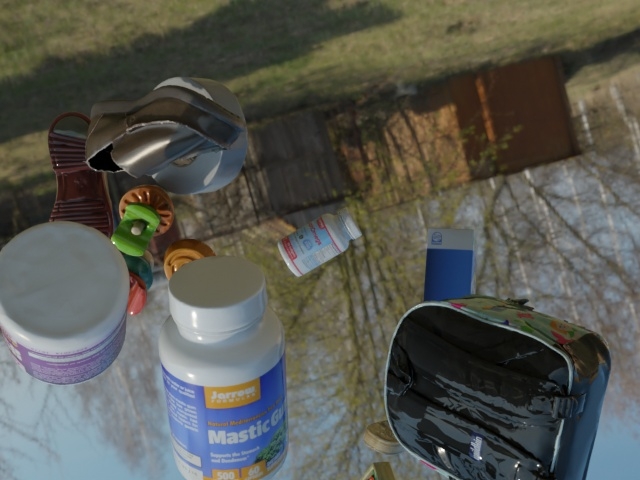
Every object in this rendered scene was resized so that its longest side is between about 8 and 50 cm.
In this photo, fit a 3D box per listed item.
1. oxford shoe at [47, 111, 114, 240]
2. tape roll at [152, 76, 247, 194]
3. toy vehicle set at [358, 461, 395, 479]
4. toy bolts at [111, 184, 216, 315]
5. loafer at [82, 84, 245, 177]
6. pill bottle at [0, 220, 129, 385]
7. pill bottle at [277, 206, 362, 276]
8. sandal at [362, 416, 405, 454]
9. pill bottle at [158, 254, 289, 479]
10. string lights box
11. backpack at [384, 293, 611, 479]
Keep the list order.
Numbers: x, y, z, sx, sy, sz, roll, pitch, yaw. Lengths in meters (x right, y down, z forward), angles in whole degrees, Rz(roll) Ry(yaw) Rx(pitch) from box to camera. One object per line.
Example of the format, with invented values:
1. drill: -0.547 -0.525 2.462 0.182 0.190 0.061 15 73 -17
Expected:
1. oxford shoe: -0.461 -0.075 1.564 0.123 0.348 0.130 2 -172 -8
2. tape roll: -0.243 -0.197 1.507 0.219 0.219 0.072 -15 179 35
3. toy vehicle set: 0.121 0.572 1.484 0.035 0.267 0.166 2 137 -24
4. toy bolts: -0.307 0.024 1.511 0.228 0.218 0.158 -54 -168 24
5. loafer: -0.258 -0.156 1.283 0.133 0.130 0.366 26 164 -40
6. pill bottle: -0.352 0.104 1.096 0.169 0.169 0.301 -17 162 -21
7. pill bottle: 0.000 0.000 1.630 0.160 0.087 0.087 -31 180 6
8. sandal: 0.148 0.293 1.337 0.088 0.079 0.240 26 -170 23
9. pill bottle: -0.117 0.162 0.974 0.152 0.272 0.152 0 -148 0
10. string lights box: 0.206 0.120 1.275 0.076 0.260 0.133 2 170 14
11. backpack: 0.205 0.178 0.950 0.253 0.225 0.191 16 -165 39
